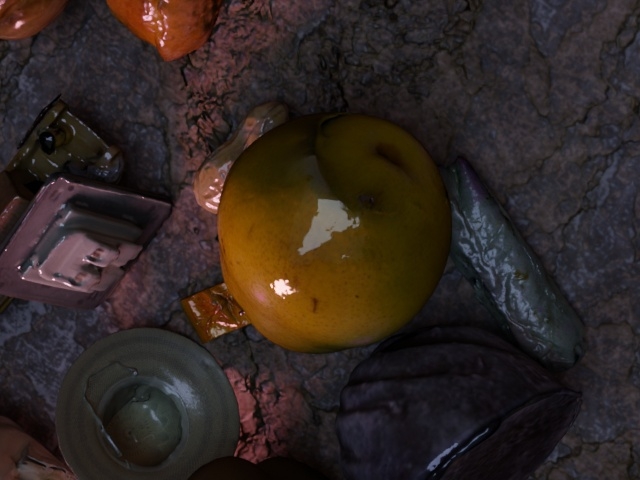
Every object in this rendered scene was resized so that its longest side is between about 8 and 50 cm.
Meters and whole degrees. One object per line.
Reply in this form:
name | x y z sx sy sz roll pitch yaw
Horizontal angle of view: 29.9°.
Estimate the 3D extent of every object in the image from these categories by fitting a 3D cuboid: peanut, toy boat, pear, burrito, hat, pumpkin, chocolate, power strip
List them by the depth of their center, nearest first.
pear | 0.005 0.006 1.422 0.285 0.285 0.336 23 113 6
chocolate | 0.142 0.209 1.457 0.303 0.303 0.213 -51 61 18
burrito | 0.223 0.036 1.488 0.096 0.066 0.309 -33 95 12
peanut | -0.098 -0.105 1.515 0.080 0.080 0.174 41 107 1
power strip | -0.299 0.019 1.525 0.198 0.213 0.064 -53 53 19
toy boat | -0.421 0.017 1.573 0.136 0.162 0.445 41 108 -2
pumpkin | -0.133 0.095 1.595 0.101 0.035 0.073 -27 99 14
hat | -0.240 0.249 1.610 0.252 0.252 0.110 48 150 -2

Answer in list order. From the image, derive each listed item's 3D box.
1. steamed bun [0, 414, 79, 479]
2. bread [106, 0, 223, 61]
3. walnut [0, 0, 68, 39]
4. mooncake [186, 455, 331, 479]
steamed bun | -0.507 0.372 1.639 0.394 0.237 0.347 -9 133 -18
bread | -0.183 -0.343 1.450 0.129 0.134 0.260 19 106 8
walnut | -0.386 -0.379 1.433 0.283 0.227 0.283 -14 70 43
mooncake | -0.043 0.487 1.450 0.262 0.467 0.467 -43 91 11
